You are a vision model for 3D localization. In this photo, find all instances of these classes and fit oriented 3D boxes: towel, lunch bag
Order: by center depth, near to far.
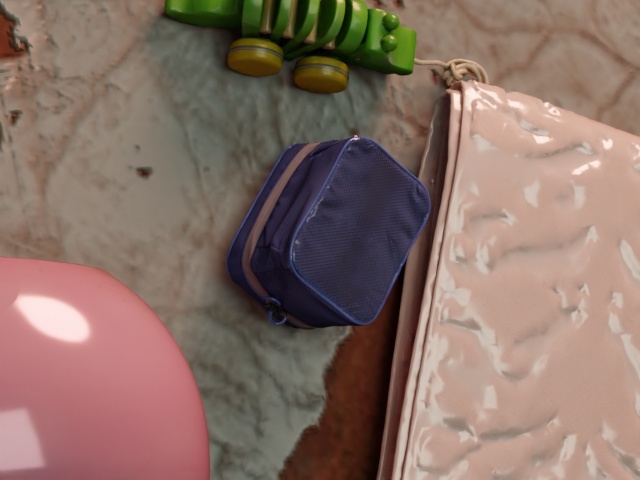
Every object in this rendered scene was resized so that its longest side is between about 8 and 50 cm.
[{"bbox_3d":[0.000,0.000,0.970,0.067,0.065,0.098,42,64,-27],"label":"lunch bag"},{"bbox_3d":[0.187,0.106,1.035,0.332,0.053,0.317,17,73,-19],"label":"towel"}]

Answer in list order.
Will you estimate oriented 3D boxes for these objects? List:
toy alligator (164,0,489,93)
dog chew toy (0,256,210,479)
[{"bbox_3d":[0.014,-0.108,1.005,0.190,0.051,0.056,13,75,-21],"label":"toy alligator"},{"bbox_3d":[-0.153,0.173,0.799,0.207,0.206,0.331,5,85,-22],"label":"dog chew toy"}]
